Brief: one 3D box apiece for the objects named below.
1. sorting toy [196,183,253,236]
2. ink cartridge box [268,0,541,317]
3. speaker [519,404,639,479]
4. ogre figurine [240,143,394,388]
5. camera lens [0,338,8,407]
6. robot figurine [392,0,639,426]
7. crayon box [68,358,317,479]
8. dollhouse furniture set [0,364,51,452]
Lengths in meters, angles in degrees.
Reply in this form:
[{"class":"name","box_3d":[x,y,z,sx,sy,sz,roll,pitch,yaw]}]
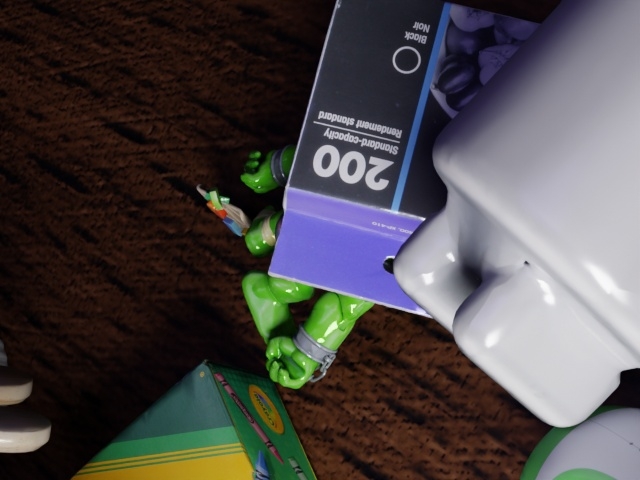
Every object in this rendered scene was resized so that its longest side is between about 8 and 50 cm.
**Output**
[{"class":"sorting toy","box_3d":[-0.073,-0.022,1.122,0.062,0.083,0.012,33,79,41]},{"class":"ink cartridge box","box_3d":[0.086,-0.052,0.964,0.206,0.045,0.208,14,85,5]},{"class":"speaker","box_3d":[0.221,0.186,0.744,0.131,0.131,0.296,-65,28,4]},{"class":"ogre figurine","box_3d":[0.000,0.000,1.044,0.118,0.097,0.197,-30,31,31]},{"class":"camera lens","box_3d":[-0.436,0.121,1.240,0.219,0.274,0.219,-12,70,36]},{"class":"robot figurine","box_3d":[0.205,-0.064,0.820,0.353,0.200,0.300,-47,41,4]},{"class":"crayon box","box_3d":[-0.065,0.247,1.034,0.165,0.081,0.278,-42,55,22]},{"class":"dollhouse furniture set","box_3d":[-0.227,0.306,1.020,0.394,0.256,0.362,-152,70,-71]}]
